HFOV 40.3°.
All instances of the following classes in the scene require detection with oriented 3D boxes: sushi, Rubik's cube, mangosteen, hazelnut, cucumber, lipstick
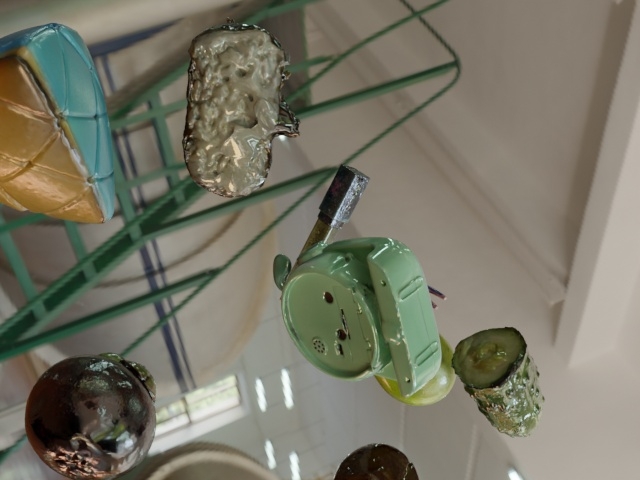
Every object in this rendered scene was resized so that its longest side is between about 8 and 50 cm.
[{"bbox_3d":[-0.153,-0.256,1.723,0.207,0.234,0.349,-105,-154,-78],"label":"sushi"},{"bbox_3d":[-0.295,-0.137,0.995,0.254,0.254,0.254,159,-90,-75],"label":"Rubik's cube"},{"bbox_3d":[-0.503,0.378,1.941,0.300,0.300,0.300,159,-90,-75],"label":"mangosteen"},{"bbox_3d":[0.118,0.582,1.991,0.218,0.218,0.234,85,5,-46],"label":"hazelnut"},{"bbox_3d":[0.322,0.266,1.500,0.244,0.134,0.134,57,-5,-38],"label":"cucumber"},{"bbox_3d":[0.000,0.000,1.731,0.051,0.051,0.312,36,-75,35],"label":"lipstick"}]

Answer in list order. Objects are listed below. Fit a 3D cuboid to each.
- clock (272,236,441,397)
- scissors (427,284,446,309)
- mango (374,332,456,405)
[{"bbox_3d":[0.025,0.074,0.859,0.188,0.060,0.148,-1,-67,44],"label":"clock"},{"bbox_3d":[0.232,0.114,1.932,0.113,0.039,0.012,38,-8,48],"label":"scissors"},{"bbox_3d":[0.208,0.273,2.026,0.273,0.185,0.149,52,21,-26],"label":"mango"}]
